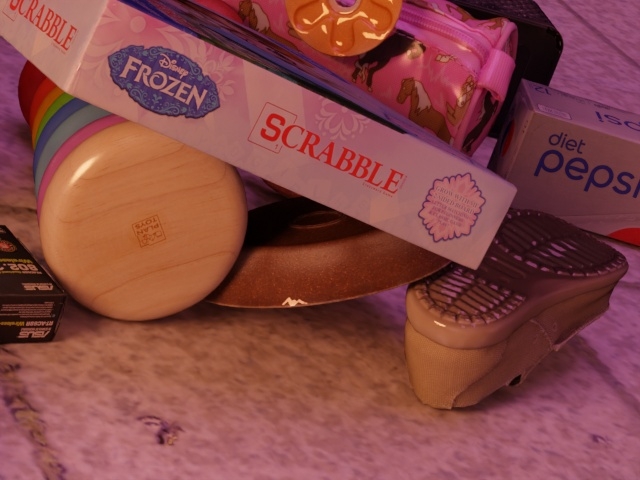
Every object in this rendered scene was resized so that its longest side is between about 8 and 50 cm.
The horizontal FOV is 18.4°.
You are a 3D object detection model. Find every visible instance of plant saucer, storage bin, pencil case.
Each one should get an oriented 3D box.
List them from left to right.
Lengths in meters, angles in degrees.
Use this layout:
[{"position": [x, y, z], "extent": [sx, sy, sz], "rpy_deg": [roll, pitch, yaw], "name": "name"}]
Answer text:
[{"position": [-0.010, -0.191, 1.762], "extent": [0.386, 0.160, 0.167], "rpy_deg": [26, 13, 9], "name": "pencil case"}, {"position": [0.000, 0.000, 1.394], "extent": [0.198, 0.036, 0.198], "rpy_deg": [-9, 16, 2], "name": "plant saucer"}, {"position": [0.129, -0.183, 1.912], "extent": [0.180, 0.122, 0.084], "rpy_deg": [13, 23, -16], "name": "storage bin"}]

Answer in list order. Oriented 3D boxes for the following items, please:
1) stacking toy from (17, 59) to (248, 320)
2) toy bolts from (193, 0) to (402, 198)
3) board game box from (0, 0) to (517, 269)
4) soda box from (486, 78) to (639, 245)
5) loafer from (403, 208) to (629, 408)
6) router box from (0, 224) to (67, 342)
[{"position": [-0.161, -0.067, 1.430], "extent": [0.141, 0.141, 0.330], "rpy_deg": [10, 18, -23], "name": "stacking toy"}, {"position": [-0.053, -0.157, 1.604], "extent": [0.228, 0.218, 0.158], "rpy_deg": [17, 8, 11], "name": "toy bolts"}, {"position": [-0.076, -0.112, 1.306], "extent": [0.318, 0.066, 0.318], "rpy_deg": [23, 9, -34], "name": "board game box"}, {"position": [0.302, -0.051, 1.790], "extent": [0.286, 0.098, 0.091], "rpy_deg": [17, 22, -10], "name": "soda box"}, {"position": [0.133, 0.049, 1.433], "extent": [0.102, 0.092, 0.268], "rpy_deg": [33, 28, 25], "name": "loafer"}, {"position": [-0.236, 0.027, 1.248], "extent": [0.122, 0.038, 0.092], "rpy_deg": [0, 31, -40], "name": "router box"}]
